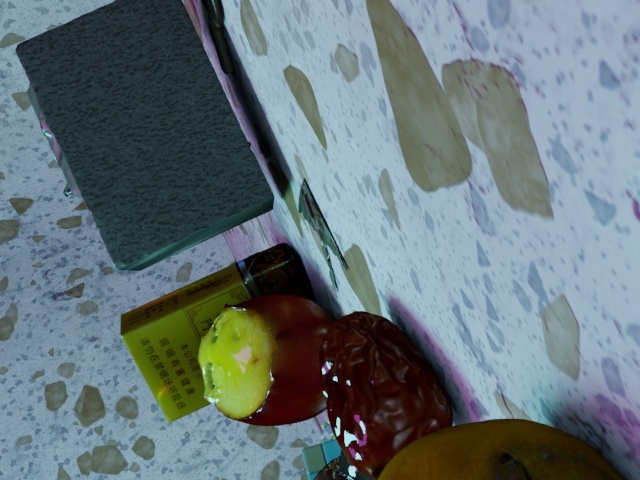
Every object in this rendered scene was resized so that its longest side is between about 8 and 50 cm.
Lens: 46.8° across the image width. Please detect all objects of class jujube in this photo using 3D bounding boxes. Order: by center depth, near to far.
[{"bbox_3d":[0.075,0.197,0.960,0.230,0.155,0.155,-123,13,-48],"label":"jujube"}]

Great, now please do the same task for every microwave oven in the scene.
[{"bbox_3d":[-0.321,-0.196,1.392,0.432,0.374,0.236,64,176,1],"label":"microwave oven"}]

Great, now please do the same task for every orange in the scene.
[{"bbox_3d":[0.140,0.248,0.560,0.249,0.248,0.183,-124,30,-43],"label":"orange"}]

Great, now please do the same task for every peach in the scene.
[{"bbox_3d":[-0.116,0.244,1.504,0.281,0.338,0.281,-7,-90,-73],"label":"peach"}]

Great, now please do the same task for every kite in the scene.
[{"bbox_3d":[0.001,-0.001,1.275,0.229,0.012,0.250,54,166,52],"label":"kite"}]

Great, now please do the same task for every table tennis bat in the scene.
[{"bbox_3d":[-0.197,-0.420,1.303,0.154,0.021,0.274,-122,14,-48],"label":"table tennis bat"}]

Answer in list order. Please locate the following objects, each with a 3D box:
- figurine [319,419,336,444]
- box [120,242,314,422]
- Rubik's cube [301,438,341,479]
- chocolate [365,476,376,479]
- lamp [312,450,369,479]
[{"bbox_3d":[0.082,0.541,1.813,0.235,0.127,0.155,-160,56,-69],"label":"figurine"},{"bbox_3d":[-0.209,0.205,1.678,0.116,0.415,0.264,-123,12,-65],"label":"box"},{"bbox_3d":[0.068,0.554,1.579,0.265,0.224,0.213,80,173,-53],"label":"Rubik's cube"},{"bbox_3d":[0.146,0.471,0.971,0.213,0.303,0.303,45,-173,-44],"label":"chocolate"},{"bbox_3d":[0.088,0.489,1.335,0.247,0.246,0.247,62,169,21],"label":"lamp"}]
